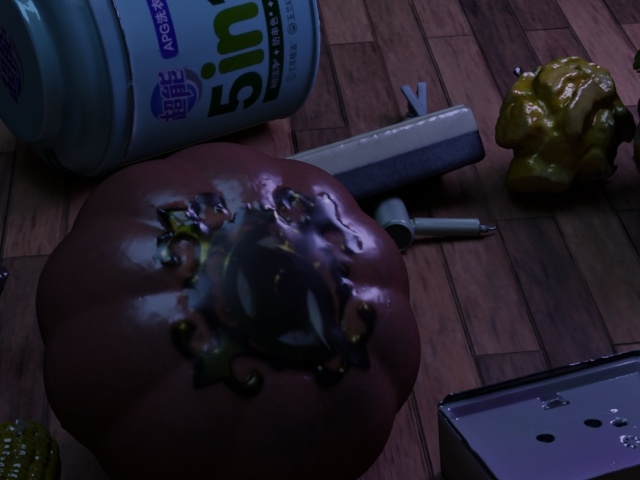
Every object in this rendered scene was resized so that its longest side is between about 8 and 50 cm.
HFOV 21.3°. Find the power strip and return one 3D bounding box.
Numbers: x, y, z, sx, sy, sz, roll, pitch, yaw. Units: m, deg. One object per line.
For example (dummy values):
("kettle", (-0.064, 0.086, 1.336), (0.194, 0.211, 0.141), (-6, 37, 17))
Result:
("power strip", (0.044, -0.076, 1.742), (0.257, 0.070, 0.105), (-17, 1, -26))

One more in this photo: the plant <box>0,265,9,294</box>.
("plant", (-0.340, 0.063, 1.497), (0.094, 0.143, 0.092), (40, 10, 33))

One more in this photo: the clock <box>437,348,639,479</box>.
("clock", (0.204, 0.165, 1.323), (0.192, 0.071, 0.147), (-12, 30, -18))

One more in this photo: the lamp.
("lamp", (-0.076, 0.076, 1.340), (0.305, 0.239, 0.305), (8, 66, -18))

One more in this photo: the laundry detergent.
("laundry detergent", (-0.203, -0.230, 1.856), (0.305, 0.287, 0.287), (-20, 33, -29))

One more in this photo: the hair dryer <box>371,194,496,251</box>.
("hair dryer", (0.115, -0.017, 1.705), (0.124, 0.038, 0.063), (0, 28, -7))

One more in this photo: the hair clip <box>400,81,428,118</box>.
("hair clip", (0.116, -0.130, 1.919), (0.030, 0.039, 0.115), (-12, 40, 1))

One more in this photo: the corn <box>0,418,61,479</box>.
("corn", (-0.241, 0.217, 1.261), (0.080, 0.080, 0.238), (0, 32, 4))

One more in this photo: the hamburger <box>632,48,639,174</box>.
("hamburger", (0.468, -0.144, 1.680), (0.330, 0.250, 0.330), (-4, 32, 2))

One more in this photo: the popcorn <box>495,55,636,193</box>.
("popcorn", (0.251, -0.117, 1.769), (0.152, 0.148, 0.167), (41, 64, 15))
